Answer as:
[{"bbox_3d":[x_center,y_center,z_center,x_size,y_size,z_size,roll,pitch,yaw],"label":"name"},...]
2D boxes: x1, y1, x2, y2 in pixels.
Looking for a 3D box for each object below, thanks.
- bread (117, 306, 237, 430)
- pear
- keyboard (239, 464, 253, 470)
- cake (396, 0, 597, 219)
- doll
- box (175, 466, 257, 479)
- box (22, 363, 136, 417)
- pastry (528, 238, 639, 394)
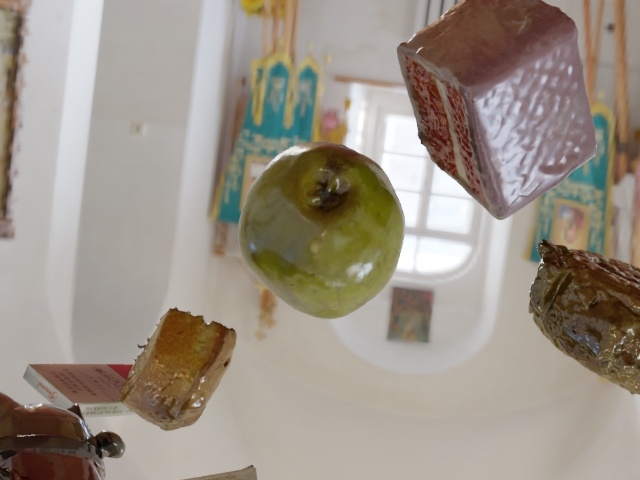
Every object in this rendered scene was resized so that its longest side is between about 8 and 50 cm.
[{"bbox_3d":[-0.239,0.221,1.678,0.143,0.229,0.139,29,-137,-7],"label":"bread"},{"bbox_3d":[0.000,0.000,1.841,0.287,0.287,0.375,7,146,-6],"label":"pear"},{"bbox_3d":[-0.080,0.394,1.373,0.015,0.196,0.074,-2,160,-29],"label":"keyboard"},{"bbox_3d":[0.290,-0.234,1.716,0.230,0.308,0.237,-33,-136,-13],"label":"cake"},{"bbox_3d":[-0.245,0.280,0.936,0.174,0.330,0.235,-9,146,-16],"label":"doll"},{"bbox_3d":[-0.163,0.300,1.270,0.167,0.024,0.090,-6,165,-13],"label":"box"},{"bbox_3d":[-0.377,0.258,1.822,0.139,0.035,0.245,30,-169,33],"label":"box"},{"bbox_3d":[0.377,0.102,1.361,0.235,0.132,0.240,19,-169,4],"label":"pastry"}]
